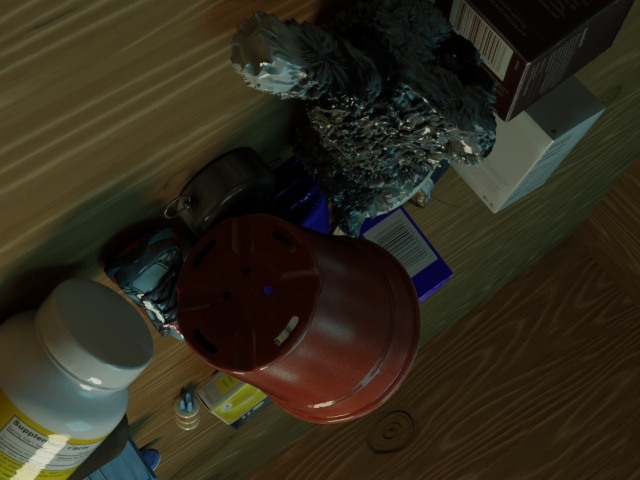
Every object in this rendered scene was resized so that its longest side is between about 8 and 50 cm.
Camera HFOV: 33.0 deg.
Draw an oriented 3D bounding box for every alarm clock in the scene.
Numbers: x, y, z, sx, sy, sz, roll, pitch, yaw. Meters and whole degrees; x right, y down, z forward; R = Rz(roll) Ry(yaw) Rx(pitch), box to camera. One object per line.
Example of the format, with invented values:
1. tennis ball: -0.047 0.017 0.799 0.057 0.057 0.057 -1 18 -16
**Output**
1. alarm clock: -0.130 -0.052 1.381 0.192 0.064 0.129 -14 151 -52

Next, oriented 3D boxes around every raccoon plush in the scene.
1. raccoon plush: -0.007 -0.151 1.281 0.447 0.216 0.299 12 143 -41

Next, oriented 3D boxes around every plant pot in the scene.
1. plant pot: -0.040 0.093 1.423 0.272 0.272 0.265 -42 152 10

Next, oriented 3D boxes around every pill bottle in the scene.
1. pill bottle: -0.358 0.206 1.326 0.334 0.188 0.188 -46 164 21

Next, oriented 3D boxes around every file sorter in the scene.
1. file sorter: -0.421 0.473 2.093 0.104 0.118 0.170 -15 151 -52

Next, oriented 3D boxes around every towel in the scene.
1. towel: -0.074 0.001 1.636 0.228 0.076 0.308 -36 165 -9

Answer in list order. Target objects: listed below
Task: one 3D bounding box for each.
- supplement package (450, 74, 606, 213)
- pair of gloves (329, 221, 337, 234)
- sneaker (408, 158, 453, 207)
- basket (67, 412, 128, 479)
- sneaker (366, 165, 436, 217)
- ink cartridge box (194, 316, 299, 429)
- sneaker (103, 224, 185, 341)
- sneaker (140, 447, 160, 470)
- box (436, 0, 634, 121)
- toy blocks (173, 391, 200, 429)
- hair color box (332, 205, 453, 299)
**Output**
1. supplement package: 0.309 -0.195 1.759 0.149 0.194 0.203 -30 163 -35
2. pair of gloves: 0.000 0.000 1.940 0.083 0.010 0.074 -37 164 -20
3. sneaker: 0.170 -0.143 1.763 0.153 0.099 0.282 -59 180 -1
4. basket: -0.402 0.303 1.593 0.204 0.154 0.227 -46 168 24
5. sneaker: 0.143 -0.182 1.562 0.350 0.131 0.148 -45 158 -3
6. ink cartridge box: -0.082 0.239 2.099 0.307 0.072 0.303 -36 163 -6
7. sneaker: -0.196 0.067 1.431 0.104 0.125 0.262 -38 165 -5
8. sneaker: -0.402 0.485 2.286 0.152 0.058 0.084 -26 169 -24
9. box: 0.278 -0.300 1.426 0.203 0.168 0.167 -36 163 -13
10. toy blocks: -0.244 0.324 2.209 0.123 0.054 0.148 -34 164 -19
11. hair color box: 0.099 0.054 1.910 0.110 0.185 0.339 -34 172 -15
